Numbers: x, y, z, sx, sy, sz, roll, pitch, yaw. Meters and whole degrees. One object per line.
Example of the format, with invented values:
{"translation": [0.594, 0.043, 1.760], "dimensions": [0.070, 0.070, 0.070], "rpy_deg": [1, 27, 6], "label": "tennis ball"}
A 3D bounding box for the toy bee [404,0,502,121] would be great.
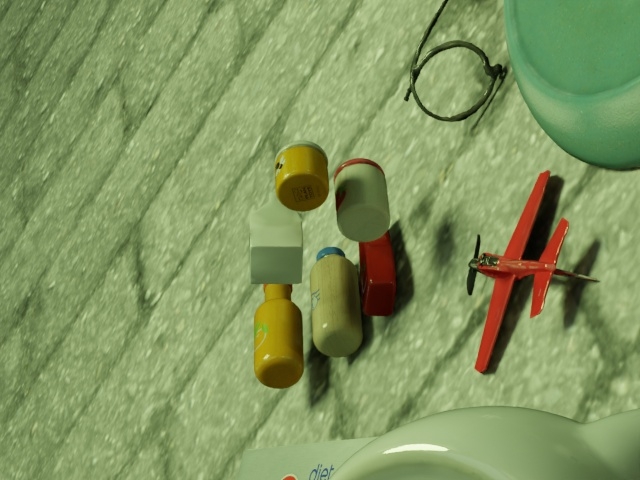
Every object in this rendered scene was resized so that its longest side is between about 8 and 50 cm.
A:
{"translation": [0.083, -0.265, 1.517], "dimensions": [0.162, 0.195, 0.298], "rpy_deg": [-61, -12, -77], "label": "toy bee"}

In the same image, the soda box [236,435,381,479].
{"translation": [0.036, 0.189, 1.279], "dimensions": [0.286, 0.091, 0.098], "rpy_deg": [-18, 54, 60], "label": "soda box"}

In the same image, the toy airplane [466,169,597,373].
{"translation": [0.135, 0.021, 1.303], "dimensions": [0.151, 0.028, 0.151], "rpy_deg": [-46, 32, 41], "label": "toy airplane"}

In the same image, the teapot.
{"translation": [0.115, 0.204, 1.000], "dimensions": [0.256, 0.187, 0.252], "rpy_deg": [-13, 83, 42], "label": "teapot"}

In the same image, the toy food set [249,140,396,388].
{"translation": [0.000, 0.000, 1.484], "dimensions": [0.104, 0.111, 0.232], "rpy_deg": [-94, 4, -47], "label": "toy food set"}

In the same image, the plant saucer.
{"translation": [0.215, -0.206, 1.268], "dimensions": [0.317, 0.043, 0.318], "rpy_deg": [-35, 46, 48], "label": "plant saucer"}
